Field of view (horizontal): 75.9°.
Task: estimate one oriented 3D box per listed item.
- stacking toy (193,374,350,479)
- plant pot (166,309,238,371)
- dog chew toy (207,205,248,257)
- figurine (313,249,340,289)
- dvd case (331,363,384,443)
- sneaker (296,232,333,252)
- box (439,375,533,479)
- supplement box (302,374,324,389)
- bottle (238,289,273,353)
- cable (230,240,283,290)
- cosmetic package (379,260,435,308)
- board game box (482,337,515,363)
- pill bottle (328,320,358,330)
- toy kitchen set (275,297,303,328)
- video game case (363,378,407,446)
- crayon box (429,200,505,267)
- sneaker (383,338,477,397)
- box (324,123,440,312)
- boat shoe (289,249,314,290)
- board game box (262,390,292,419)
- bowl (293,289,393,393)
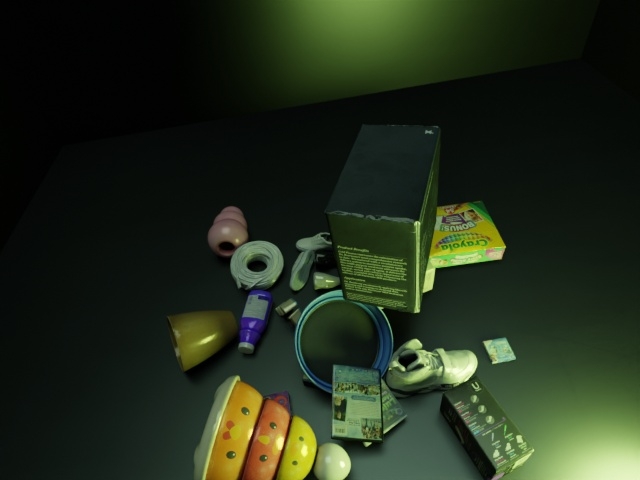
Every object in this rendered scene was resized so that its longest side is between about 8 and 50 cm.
[{"bbox_3d":[-0.134,0.661,1.330,0.480,0.350,0.350,14,49,0],"label":"stacking toy"},{"bbox_3d":[-0.487,0.389,1.728,0.254,0.237,0.237,-17,45,-26],"label":"plant pot"},{"bbox_3d":[-0.475,-0.061,2.155,0.207,0.206,0.331,-8,39,2],"label":"dog chew toy"},{"bbox_3d":[0.075,0.143,1.944,0.210,0.092,0.214,-1,48,4],"label":"figurine"},{"bbox_3d":[0.129,0.567,1.440,0.181,0.022,0.253,8,52,-7],"label":"dvd case"},{"bbox_3d":[0.000,0.000,2.080,0.258,0.091,0.094,-5,47,5],"label":"sneaker"},{"bbox_3d":[0.535,0.620,1.357,0.143,0.165,0.270,-23,48,-11],"label":"box"},{"bbox_3d":[-0.018,0.530,1.612,0.083,0.056,0.083,8,49,15],"label":"supplement box"},{"bbox_3d":[-0.291,0.354,1.798,0.118,0.092,0.282,5,48,6],"label":"bottle"},{"bbox_3d":[-0.307,0.123,1.999,0.257,0.089,0.257,-18,57,-16],"label":"cable"},{"bbox_3d":[0.335,0.184,1.806,0.310,0.160,0.113,-20,48,-10],"label":"cosmetic package"},{"bbox_3d":[0.699,0.430,1.607,0.090,0.020,0.090,-11,45,0],"label":"board game box"},{"bbox_3d":[0.103,0.360,1.697,0.180,0.108,0.108,0,45,-15],"label":"pill bottle"},{"bbox_3d":[-0.081,0.342,1.797,0.122,0.166,0.207,-34,87,-20],"label":"toy kitchen set"},{"bbox_3d":[0.185,0.597,1.457,0.190,0.022,0.173,-23,62,-27],"label":"video game case"},{"bbox_3d":[0.650,-0.032,1.989,0.363,0.106,0.313,-8,46,2],"label":"crayon box"},{"bbox_3d":[0.409,0.455,1.503,0.366,0.210,0.137,-14,47,-4],"label":"sneaker"},{"bbox_3d":[0.250,-0.082,1.472,0.298,0.471,0.479,8,50,18],"label":"box"},{"bbox_3d":[-0.098,0.147,1.983,0.076,0.083,0.226,-9,41,44],"label":"boat shoe"},{"bbox_3d":[-0.191,0.730,1.464,0.208,0.056,0.346,-10,46,-6],"label":"board game box"},{"bbox_3d":[0.085,0.389,1.585,0.391,0.077,0.390,4,73,-14],"label":"bowl"}]
